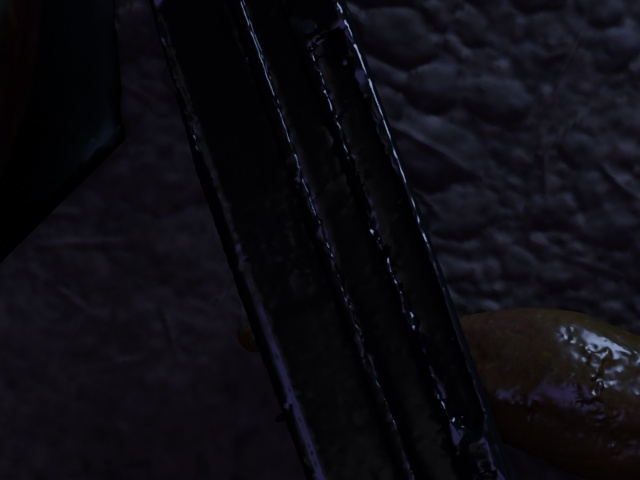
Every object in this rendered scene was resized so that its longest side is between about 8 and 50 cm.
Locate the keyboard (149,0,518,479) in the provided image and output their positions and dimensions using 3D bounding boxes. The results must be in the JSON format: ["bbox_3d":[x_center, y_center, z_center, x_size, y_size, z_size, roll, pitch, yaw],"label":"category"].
[{"bbox_3d":[0.000,0.000,0.650,0.087,0.017,0.250,-23,80,17],"label":"keyboard"}]

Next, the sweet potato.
[{"bbox_3d":[0.076,0.054,0.656,0.226,0.068,0.068,13,93,3],"label":"sweet potato"}]

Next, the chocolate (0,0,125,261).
[{"bbox_3d":[-0.278,-0.094,0.532,0.383,0.331,0.384,0,91,0],"label":"chocolate"}]
